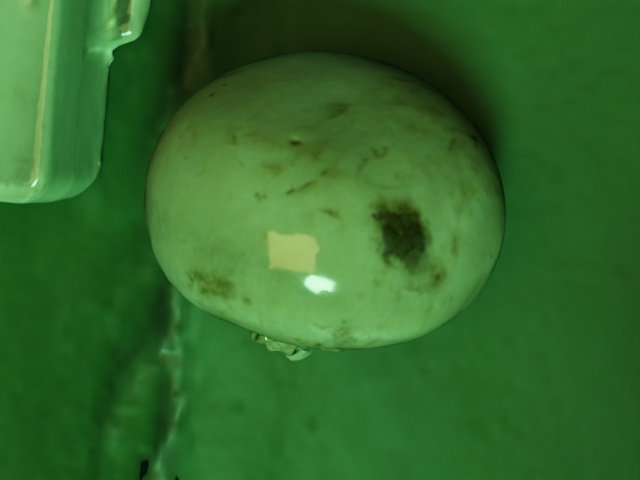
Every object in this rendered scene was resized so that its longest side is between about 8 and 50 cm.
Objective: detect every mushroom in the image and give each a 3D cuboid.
[{"bbox_3d":[0.000,0.000,0.472,0.085,0.085,0.079,17,131,12],"label":"mushroom"}]

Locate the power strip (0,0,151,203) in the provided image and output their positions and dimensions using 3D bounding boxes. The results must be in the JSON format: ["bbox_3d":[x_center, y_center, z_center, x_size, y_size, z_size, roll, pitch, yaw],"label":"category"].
[{"bbox_3d":[-0.225,-0.079,0.530,0.367,0.043,0.106,6,94,13],"label":"power strip"}]
